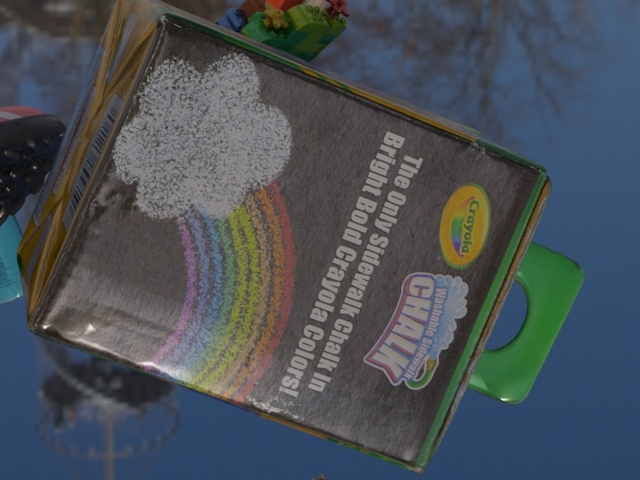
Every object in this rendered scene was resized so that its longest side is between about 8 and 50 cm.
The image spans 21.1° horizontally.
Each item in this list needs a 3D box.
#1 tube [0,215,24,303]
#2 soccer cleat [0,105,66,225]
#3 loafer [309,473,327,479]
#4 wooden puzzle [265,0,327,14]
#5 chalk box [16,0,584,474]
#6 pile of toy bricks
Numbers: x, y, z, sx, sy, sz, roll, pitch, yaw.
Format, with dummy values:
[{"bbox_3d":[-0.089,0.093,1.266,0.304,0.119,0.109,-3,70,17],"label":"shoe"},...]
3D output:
[{"bbox_3d":[-0.339,-0.040,1.719,0.052,0.207,0.080,-29,-169,-41],"label":"tube"},{"bbox_3d":[-0.297,-0.037,1.043,0.318,0.108,0.116,-27,-114,-40],"label":"soccer cleat"},{"bbox_3d":[-0.083,0.185,0.957,0.251,0.087,0.094,-15,172,20],"label":"loafer"},{"bbox_3d":[-0.010,-0.275,1.789,0.080,0.348,0.322,38,-177,-3],"label":"wooden puzzle"},{"bbox_3d":[0.000,0.000,0.700,0.213,0.132,0.132,22,-174,-17],"label":"chalk box"},{"bbox_3d":[-0.025,-0.123,1.128,0.212,0.105,0.118,-6,-119,-55],"label":"pile of toy bricks"}]
